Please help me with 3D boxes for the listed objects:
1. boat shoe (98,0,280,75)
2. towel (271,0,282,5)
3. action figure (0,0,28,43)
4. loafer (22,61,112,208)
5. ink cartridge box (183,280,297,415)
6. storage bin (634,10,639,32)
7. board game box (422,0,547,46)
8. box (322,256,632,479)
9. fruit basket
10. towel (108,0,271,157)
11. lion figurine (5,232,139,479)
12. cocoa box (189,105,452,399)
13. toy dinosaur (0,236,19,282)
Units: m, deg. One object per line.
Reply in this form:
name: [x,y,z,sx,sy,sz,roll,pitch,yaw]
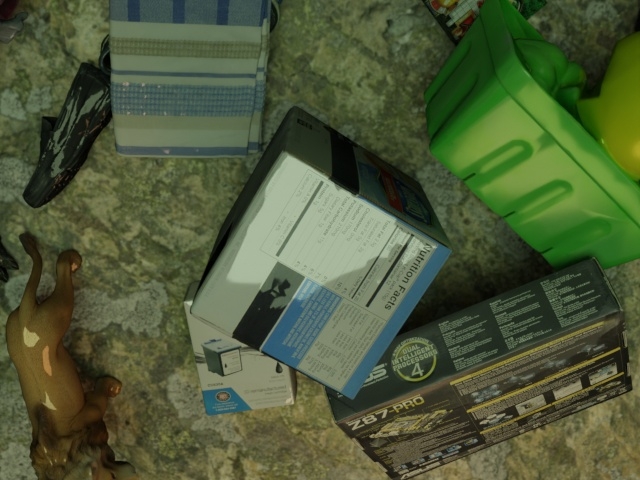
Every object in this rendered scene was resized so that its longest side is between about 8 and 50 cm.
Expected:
boat shoe: [-0.179,-0.277,1.229,0.255,0.079,0.095,-9,119,5]
towel: [-0.051,-0.384,1.231,0.067,0.029,0.119,34,105,-11]
action figure: [-0.575,-0.344,1.136,0.248,0.275,0.370,-39,116,17]
loafer: [-0.363,-0.148,1.285,0.078,0.076,0.223,34,99,-4]
ink cartridge box: [-0.119,0.155,1.367,0.140,0.082,0.190,-9,108,3]
storage bin: [0.528,-0.301,1.201,0.180,0.122,0.084,10,106,-2]
board game box: [0.189,-0.345,1.165,0.136,0.030,0.260,-41,139,11]
box: [0.233,0.200,1.279,0.395,0.097,0.318,-24,148,9]
fruit basket: [0.361,-0.161,1.131,0.392,0.283,0.392,2,126,2]
towel: [-0.173,-0.223,1.201,0.209,0.034,0.285,-2,135,-11]
lion figurine: [-0.381,0.196,1.298,0.142,0.240,0.392,-20,105,6]
cocoa box: [0.000,0.000,1.180,0.228,0.347,0.231,30,104,-8]
toy dinosaur: [-0.538,0.047,1.267,0.164,0.218,0.321,18,106,-4]
